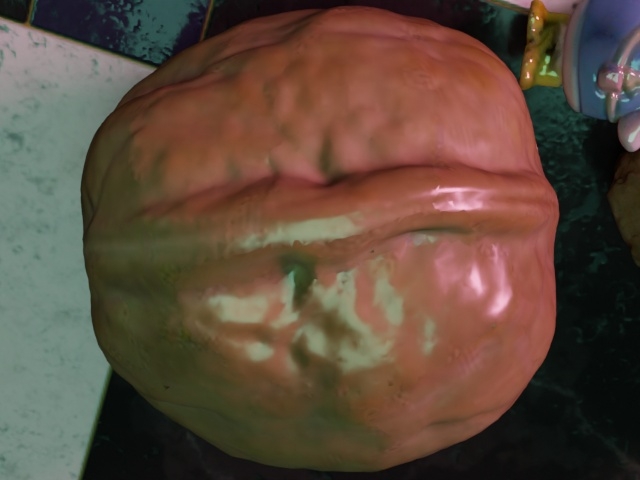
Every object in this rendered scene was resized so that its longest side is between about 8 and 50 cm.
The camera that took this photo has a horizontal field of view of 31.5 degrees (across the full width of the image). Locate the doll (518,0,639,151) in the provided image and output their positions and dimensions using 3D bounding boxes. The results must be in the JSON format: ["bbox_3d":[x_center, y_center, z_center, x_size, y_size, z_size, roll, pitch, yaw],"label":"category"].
[{"bbox_3d":[0.278,-0.144,0.883,0.241,0.135,0.098,5,139,29],"label":"doll"}]

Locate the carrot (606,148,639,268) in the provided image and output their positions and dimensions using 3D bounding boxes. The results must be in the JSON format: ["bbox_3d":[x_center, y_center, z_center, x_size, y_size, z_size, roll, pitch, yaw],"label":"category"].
[{"bbox_3d":[0.350,0.039,0.953,0.139,0.138,0.302,-28,105,16],"label":"carrot"}]

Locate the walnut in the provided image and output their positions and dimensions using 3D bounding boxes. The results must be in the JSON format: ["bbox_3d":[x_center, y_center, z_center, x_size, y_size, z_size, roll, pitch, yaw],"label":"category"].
[{"bbox_3d":[0.000,0.000,0.880,0.381,0.381,0.381,2,114,4],"label":"walnut"}]
